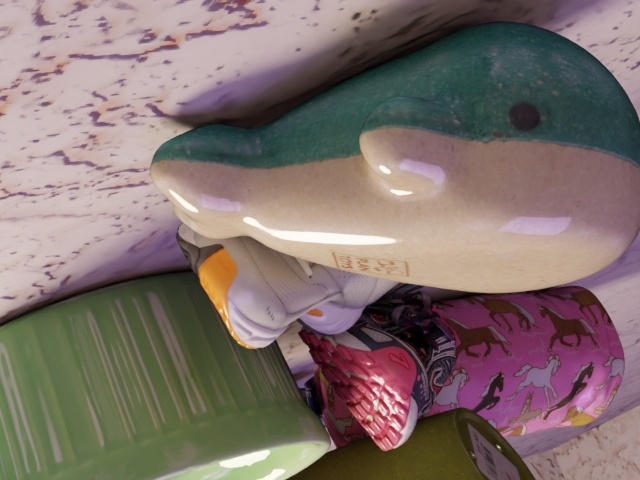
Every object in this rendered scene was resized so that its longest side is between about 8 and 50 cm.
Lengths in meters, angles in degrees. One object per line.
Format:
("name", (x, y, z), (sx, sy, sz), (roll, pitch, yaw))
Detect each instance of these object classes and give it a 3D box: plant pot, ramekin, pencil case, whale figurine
("plant pot", (0.053, 0.290, 1.343), (0.293, 0.275, 0.275), (-40, 160, 17))
("ramekin", (-0.158, 0.142, 1.149), (0.303, 0.148, 0.303), (-20, 165, -6))
("pencil case", (0.166, 0.144, 1.588), (0.386, 0.160, 0.167), (-7, 159, -46))
("whale figurine", (0.046, -0.052, 0.848), (0.272, 0.141, 0.216), (2, 167, 7))

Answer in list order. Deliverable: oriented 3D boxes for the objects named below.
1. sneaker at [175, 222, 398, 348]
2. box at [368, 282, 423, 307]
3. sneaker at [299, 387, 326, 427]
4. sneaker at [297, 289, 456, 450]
("sneaker", (0.000, 0.000, 1.008), (0.121, 0.099, 0.262), (-34, 170, 17))
("box", (0.065, 0.030, 1.300), (0.136, 0.028, 0.081), (-26, 165, 25))
("sneaker", (-0.063, 0.240, 1.717), (0.125, 0.104, 0.262), (-15, 164, -30))
("sneaker", (0.057, 0.090, 1.243), (0.112, 0.121, 0.299), (-37, 179, 0))
